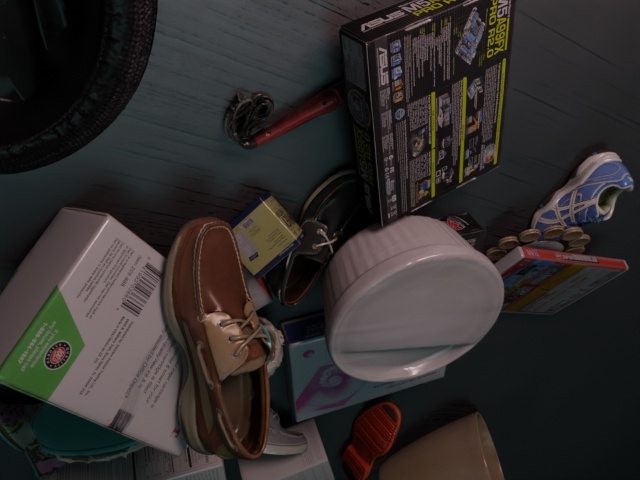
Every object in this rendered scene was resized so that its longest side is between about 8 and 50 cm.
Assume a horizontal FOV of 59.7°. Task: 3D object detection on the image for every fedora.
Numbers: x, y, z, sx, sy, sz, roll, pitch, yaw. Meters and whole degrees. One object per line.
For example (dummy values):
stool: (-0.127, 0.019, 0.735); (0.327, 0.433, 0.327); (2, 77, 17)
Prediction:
fedora: (-0.294, -0.224, 0.453); (0.333, 0.153, 0.334); (-12, 133, -13)

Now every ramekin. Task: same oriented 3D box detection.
ramekin: (0.124, 0.083, 0.842); (0.272, 0.127, 0.273); (-10, 132, -11)

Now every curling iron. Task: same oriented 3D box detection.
curling iron: (0.007, -0.186, 0.696); (0.273, 0.035, 0.068); (-22, 134, -4)

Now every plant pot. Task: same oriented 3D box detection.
plant pot: (0.293, 0.583, 1.366); (0.273, 0.257, 0.256); (-21, 136, 17)

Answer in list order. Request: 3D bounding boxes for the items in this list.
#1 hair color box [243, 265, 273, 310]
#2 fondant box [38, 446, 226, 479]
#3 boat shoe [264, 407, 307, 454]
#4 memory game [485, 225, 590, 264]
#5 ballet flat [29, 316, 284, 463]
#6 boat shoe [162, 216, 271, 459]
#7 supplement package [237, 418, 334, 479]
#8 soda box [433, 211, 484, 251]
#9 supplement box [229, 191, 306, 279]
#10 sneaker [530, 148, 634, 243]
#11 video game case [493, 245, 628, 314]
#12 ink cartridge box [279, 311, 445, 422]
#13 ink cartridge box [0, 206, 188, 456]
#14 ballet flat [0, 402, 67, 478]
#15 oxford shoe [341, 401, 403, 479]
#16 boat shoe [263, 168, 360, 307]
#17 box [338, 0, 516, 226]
hair color box: (-0.136, 0.057, 0.841); (0.071, 0.043, 0.141); (-29, 135, 3)
fondant box: (-0.353, 0.508, 1.107); (0.330, 0.096, 0.238); (-10, 132, -14)
boat shoe: (-0.116, 0.367, 1.091); (0.227, 0.079, 0.081); (20, 77, -30)
memory game: (0.385, 0.019, 1.001); (0.186, 0.012, 0.186); (-5, 153, -2)
ballet flat: (-0.245, 0.250, 0.911); (0.408, 0.147, 0.147); (-20, 134, -6)
boat shoe: (-0.115, 0.130, 0.714); (0.123, 0.116, 0.325); (-21, 111, -49)
supplement package: (-0.075, 0.478, 1.190); (0.179, 0.105, 0.105); (-19, 135, -7)
soda box: (0.180, 0.004, 0.922); (0.168, 0.053, 0.060); (-12, 133, -13)
supplement box: (-0.080, -0.007, 0.774); (0.083, 0.056, 0.083); (-40, 96, 14)
sneaker: (0.443, -0.054, 0.960); (0.080, 0.081, 0.211); (3, 134, -28)
video game case: (0.416, 0.085, 1.069); (0.285, 0.025, 0.204); (6, 145, -27)
ink cartridge box: (0.095, 0.247, 1.089); (0.323, 0.071, 0.330); (-14, 131, -12)
ink cartridge box: (-0.257, 0.127, 0.729); (0.289, 0.121, 0.211); (49, 59, -43)
ballet flat: (-0.466, 0.319, 0.919); (0.079, 0.077, 0.222); (-27, 142, -25)
oxford shoe: (0.132, 0.450, 1.280); (0.098, 0.097, 0.271); (-14, 141, -39)
boat shoe: (0.000, 0.000, 0.827); (0.084, 0.079, 0.233); (21, 116, -36)
box: (0.142, -0.173, 0.718); (0.216, 0.060, 0.270); (-28, 136, -16)
